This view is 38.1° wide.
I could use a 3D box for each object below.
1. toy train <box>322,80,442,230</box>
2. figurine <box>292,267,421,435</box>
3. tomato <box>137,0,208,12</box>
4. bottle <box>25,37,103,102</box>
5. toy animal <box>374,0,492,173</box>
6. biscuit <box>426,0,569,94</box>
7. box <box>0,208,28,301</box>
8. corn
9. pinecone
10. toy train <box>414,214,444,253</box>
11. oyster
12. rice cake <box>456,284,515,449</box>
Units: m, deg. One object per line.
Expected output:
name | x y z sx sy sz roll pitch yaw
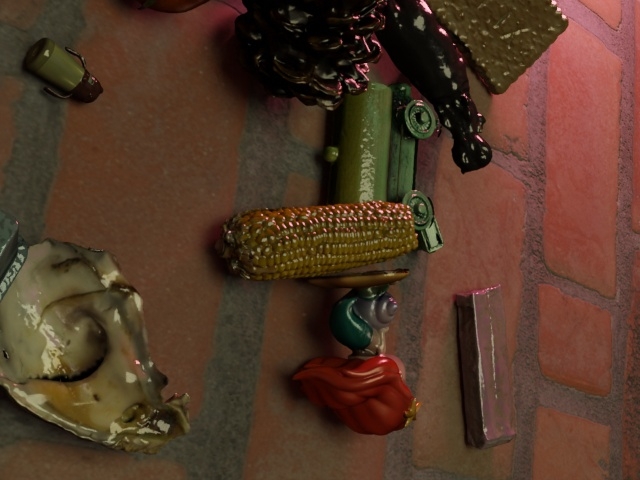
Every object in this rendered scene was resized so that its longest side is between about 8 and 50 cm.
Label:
toy train | 0.098 -0.130 1.529 0.189 0.126 0.307 17 72 -42
figurine | 0.057 0.176 1.422 0.208 0.181 0.257 11 73 -82
tomato | -0.207 -0.395 1.260 0.167 0.167 0.167 9 77 -44
bottle | -0.325 -0.211 1.185 0.063 0.047 0.101 -49 130 4
toy animal | 0.210 -0.291 1.647 0.343 0.106 0.168 57 23 -14
biscuit | 0.330 -0.456 1.802 0.217 0.044 0.325 -47 122 4
box | -0.422 0.041 0.974 0.162 0.130 0.227 30 60 -11
corn | 0.000 0.000 1.370 0.318 0.115 0.115 -7 88 -21
pinecone | -0.018 -0.325 1.371 0.257 0.243 0.243 88 21 -60
toy train | 0.180 -0.022 1.641 0.038 0.056 0.093 -25 102 -27
oyster | -0.296 0.131 1.116 0.275 0.100 0.271 -1 89 -21
rice cake | 0.306 0.233 1.729 0.106 0.050 0.298 1 83 -46
